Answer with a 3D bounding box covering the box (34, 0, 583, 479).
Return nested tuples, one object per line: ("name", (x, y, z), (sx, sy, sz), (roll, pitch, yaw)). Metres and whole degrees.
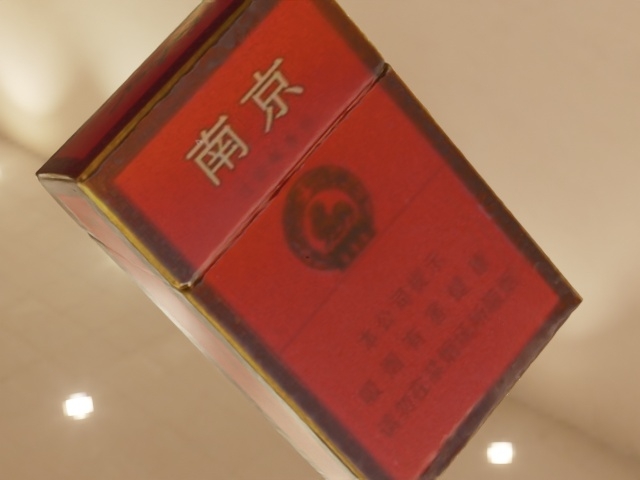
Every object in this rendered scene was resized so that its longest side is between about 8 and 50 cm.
("box", (0.001, 0.000, 0.832), (0.153, 0.240, 0.074), (-47, -158, -13))
